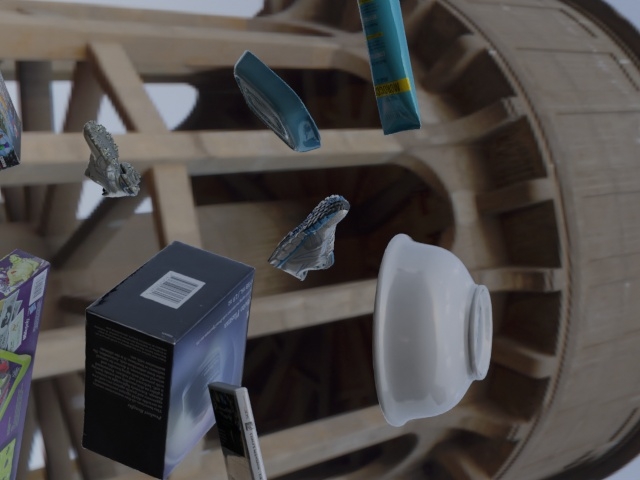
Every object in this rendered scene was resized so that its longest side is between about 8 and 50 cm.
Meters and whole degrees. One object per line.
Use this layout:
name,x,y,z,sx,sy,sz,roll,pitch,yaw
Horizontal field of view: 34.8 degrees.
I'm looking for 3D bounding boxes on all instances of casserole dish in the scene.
casserole dish,-0.065,-0.189,1.418,0.188,0.037,0.114,48,-12,39

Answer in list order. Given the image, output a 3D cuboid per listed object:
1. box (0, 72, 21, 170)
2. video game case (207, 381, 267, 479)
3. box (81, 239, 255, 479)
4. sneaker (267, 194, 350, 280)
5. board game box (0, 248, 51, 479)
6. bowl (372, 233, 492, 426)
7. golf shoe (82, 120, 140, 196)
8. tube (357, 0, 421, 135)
box,-0.432,-0.191,1.305,0.233,0.044,0.159,-130,-158,-66
video game case,-0.118,0.294,1.477,0.190,0.022,0.173,164,-87,-72
box,-0.264,0.205,1.807,0.183,0.296,0.294,19,-59,17
sneaker,0.000,0.000,1.631,0.083,0.071,0.191,39,-47,-9
board game box,-0.375,0.198,1.057,0.056,0.208,0.346,21,-61,6
bowl,0.181,0.137,1.539,0.134,0.298,0.297,1,-82,19
golf shoe,-0.401,-0.139,1.860,0.086,0.176,0.069,-15,-137,13
tube,0.086,-0.240,1.305,0.080,0.052,0.207,1,-76,64
